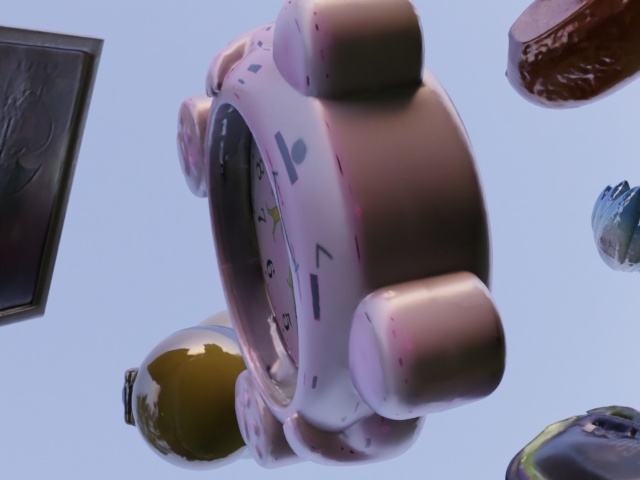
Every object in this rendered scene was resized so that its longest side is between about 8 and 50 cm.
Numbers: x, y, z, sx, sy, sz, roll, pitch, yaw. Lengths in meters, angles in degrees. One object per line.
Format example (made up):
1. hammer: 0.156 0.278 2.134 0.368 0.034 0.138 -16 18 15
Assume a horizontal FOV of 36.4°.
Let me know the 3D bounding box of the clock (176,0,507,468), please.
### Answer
1. clock: 0.000 0.000 0.644 0.113 0.322 0.295 -11 -99 -18

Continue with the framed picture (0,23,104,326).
1. framed picture: -0.293 -0.048 0.864 0.211 0.020 0.289 -13 -57 -64

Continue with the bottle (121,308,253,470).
1. bottle: -0.075 0.156 1.063 0.351 0.171 0.171 -6 -75 -69

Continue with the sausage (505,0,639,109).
1. sausage: 0.303 -0.226 0.993 0.133 0.133 0.258 35 -54 -27

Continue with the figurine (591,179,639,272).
1. figurine: 0.314 -0.015 0.970 0.079 0.114 0.114 -20 -74 -19

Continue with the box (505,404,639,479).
1. box: 0.235 0.269 0.595 0.097 0.134 0.345 -33 -74 -20
